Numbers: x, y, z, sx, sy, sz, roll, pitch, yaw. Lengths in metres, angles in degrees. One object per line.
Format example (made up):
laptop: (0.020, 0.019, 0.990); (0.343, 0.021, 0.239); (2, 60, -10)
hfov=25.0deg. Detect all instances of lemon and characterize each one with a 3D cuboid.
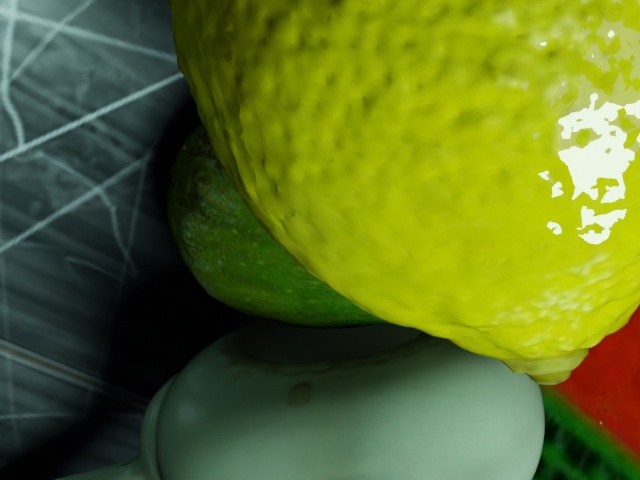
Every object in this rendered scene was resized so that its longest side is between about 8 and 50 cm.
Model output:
lemon: (0.069, -0.102, 0.587); (0.268, 0.322, 0.268); (-15, 173, -2)

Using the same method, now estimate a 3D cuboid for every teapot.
teapot: (-0.032, 0.120, 0.798); (0.220, 0.318, 0.149); (-20, 106, -50)

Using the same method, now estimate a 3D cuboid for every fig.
fig: (0.000, 0.000, 0.732); (0.123, 0.156, 0.123); (-25, 141, -22)

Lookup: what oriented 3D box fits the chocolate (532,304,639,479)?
chocolate: (0.210, 0.102, 0.833); (0.161, 0.360, 0.341); (-18, 136, -41)
